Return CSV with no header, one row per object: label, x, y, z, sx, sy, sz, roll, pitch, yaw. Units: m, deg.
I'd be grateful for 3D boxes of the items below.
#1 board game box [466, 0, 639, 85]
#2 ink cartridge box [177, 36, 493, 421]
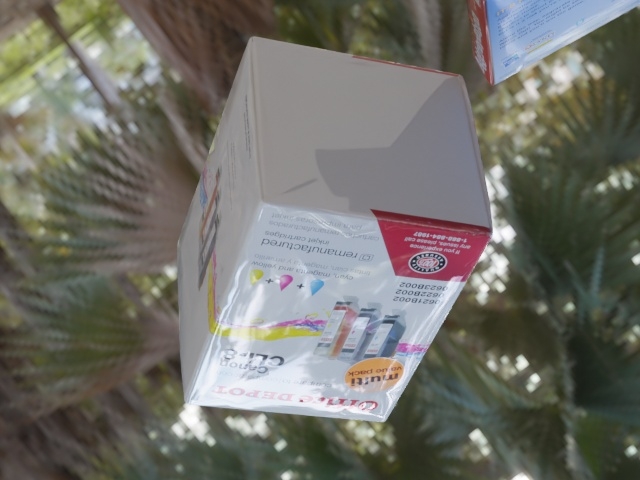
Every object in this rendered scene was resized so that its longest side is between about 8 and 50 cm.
board game box,0.206,-0.185,0.806,0.281,0.027,0.145,-29,164,0
ink cartridge box,0.000,0.000,0.842,0.176,0.128,0.127,114,-22,-45
